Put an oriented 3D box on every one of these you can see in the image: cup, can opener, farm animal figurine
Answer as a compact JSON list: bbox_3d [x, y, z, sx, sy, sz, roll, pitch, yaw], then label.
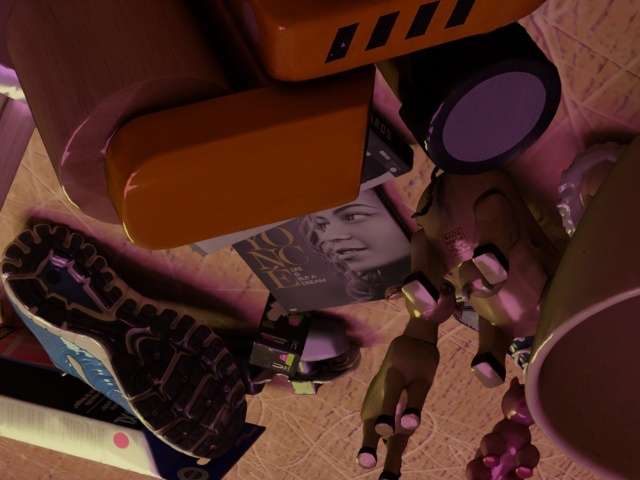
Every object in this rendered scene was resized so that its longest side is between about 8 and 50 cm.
[{"bbox_3d":[0.316,0.015,1.057,0.331,0.237,0.331,8,146,5],"label":"cup"},{"bbox_3d":[-0.084,0.120,1.731,0.283,0.076,0.095,0,116,32],"label":"can opener"},{"bbox_3d":[0.161,0.061,1.342,0.330,0.172,0.327,-10,126,20],"label":"farm animal figurine"}]

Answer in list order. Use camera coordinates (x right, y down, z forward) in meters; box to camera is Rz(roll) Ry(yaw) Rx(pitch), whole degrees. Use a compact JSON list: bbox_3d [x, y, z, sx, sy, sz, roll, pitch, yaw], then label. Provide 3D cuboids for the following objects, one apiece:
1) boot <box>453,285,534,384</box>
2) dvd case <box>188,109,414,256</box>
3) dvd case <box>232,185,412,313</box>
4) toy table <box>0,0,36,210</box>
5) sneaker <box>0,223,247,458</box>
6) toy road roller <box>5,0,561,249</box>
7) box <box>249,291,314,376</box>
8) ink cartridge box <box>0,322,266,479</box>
[{"bbox_3d":[0.207,0.104,1.482,0.190,0.086,0.069,14,153,6],"label":"boot"},{"bbox_3d":[-0.068,-0.076,1.307,0.238,0.030,0.179,-21,135,32],"label":"dvd case"},{"bbox_3d":[0.000,0.000,1.447,0.164,0.018,0.221,-9,144,21],"label":"dvd case"},{"bbox_3d":[-0.218,-0.130,1.158,0.274,0.252,0.161,31,135,-7],"label":"toy table"},{"bbox_3d":[-0.217,0.114,1.703,0.330,0.130,0.147,44,161,-7],"label":"sneaker"},{"bbox_3d":[-0.017,-0.164,0.901,0.329,0.202,0.241,-17,140,-15],"label":"toy road roller"},{"bbox_3d":[-0.037,0.088,1.601,0.052,0.083,0.062,17,153,1],"label":"box"},{"bbox_3d":[-0.263,0.192,1.821,0.371,0.176,0.069,14,112,16],"label":"ink cartridge box"}]
